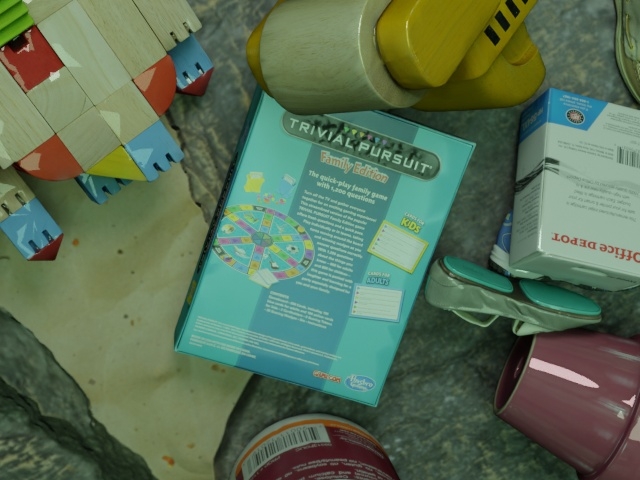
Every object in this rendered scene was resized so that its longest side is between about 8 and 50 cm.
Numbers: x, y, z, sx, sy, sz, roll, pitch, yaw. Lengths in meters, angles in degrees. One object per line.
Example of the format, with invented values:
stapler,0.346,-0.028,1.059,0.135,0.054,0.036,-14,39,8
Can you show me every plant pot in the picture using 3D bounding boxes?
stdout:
plant pot,0.320,0.189,1.143,0.180,0.201,0.201,23,99,3

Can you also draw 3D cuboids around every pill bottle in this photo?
pill bottle,0.017,0.365,1.021,0.223,0.392,0.224,-2,104,-8

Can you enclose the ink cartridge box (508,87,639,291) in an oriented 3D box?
ink cartridge box,0.307,-0.056,1.086,0.148,0.086,0.203,13,73,-12

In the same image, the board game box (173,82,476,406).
board game box,0.000,0.000,1.096,0.253,0.079,0.336,18,99,-13

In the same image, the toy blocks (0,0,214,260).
toy blocks,-0.254,-0.152,0.968,0.381,0.190,0.261,-40,113,-16

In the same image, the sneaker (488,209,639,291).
sneaker,0.316,0.012,1.148,0.211,0.080,0.081,6,103,-11

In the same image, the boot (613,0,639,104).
boot,0.400,-0.243,1.057,0.077,0.165,0.213,-15,103,-4

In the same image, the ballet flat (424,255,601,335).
ballet flat,0.222,0.076,1.098,0.213,0.072,0.068,16,114,-9

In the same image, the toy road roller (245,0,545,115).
toy road roller,0.109,-0.206,0.965,0.330,0.202,0.241,-53,127,-31
